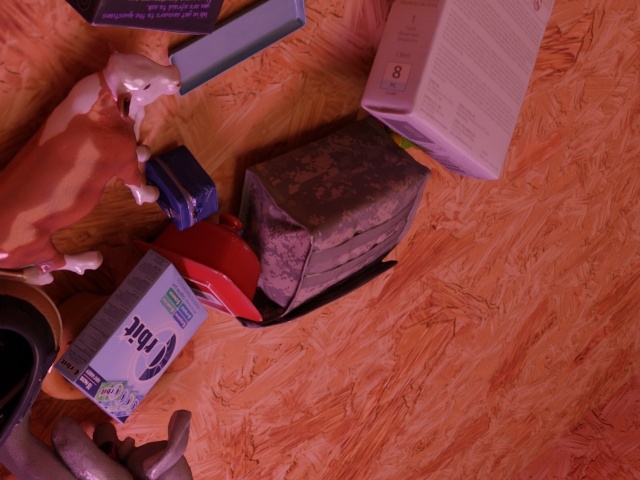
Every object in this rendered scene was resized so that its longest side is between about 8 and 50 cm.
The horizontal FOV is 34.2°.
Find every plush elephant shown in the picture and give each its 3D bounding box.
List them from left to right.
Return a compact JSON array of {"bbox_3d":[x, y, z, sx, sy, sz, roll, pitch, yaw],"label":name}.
[{"bbox_3d":[-0.297,0.348,1.473,0.255,0.330,0.272,-32,143,-54],"label":"plush elephant"}]

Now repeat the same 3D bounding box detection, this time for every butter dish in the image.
[{"bbox_3d":[-0.143,0.018,1.392,0.118,0.160,0.160,-62,152,-19],"label":"butter dish"}]

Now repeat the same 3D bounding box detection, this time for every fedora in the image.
[{"bbox_3d":[-0.296,0.120,1.363,0.194,0.079,0.194,-31,146,-24],"label":"fedora"}]

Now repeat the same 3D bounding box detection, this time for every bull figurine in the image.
[{"bbox_3d":[-0.267,-0.077,1.157,0.310,0.101,0.188,-44,150,-4],"label":"bull figurine"}]

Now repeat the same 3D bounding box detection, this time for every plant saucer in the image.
[{"bbox_3d":[-0.099,-0.243,1.243,0.192,0.018,0.067,-33,146,-18],"label":"plant saucer"}]

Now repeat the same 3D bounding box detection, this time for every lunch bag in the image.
[{"bbox_3d":[-0.174,-0.061,1.285,0.065,0.098,0.067,-28,150,-21],"label":"lunch bag"},{"bbox_3d":[0.000,0.000,1.496,0.235,0.169,0.287,-27,151,-33],"label":"lunch bag"}]

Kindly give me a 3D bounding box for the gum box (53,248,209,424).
[{"bbox_3d":[-0.232,0.124,1.310,0.184,0.041,0.157,-52,153,-16],"label":"gum box"}]

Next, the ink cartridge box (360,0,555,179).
[{"bbox_3d":[0.211,-0.308,1.444,0.308,0.091,0.385,24,81,-56],"label":"ink cartridge box"}]

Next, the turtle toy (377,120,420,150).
[{"bbox_3d":[0.131,-0.189,1.522,0.095,0.066,0.130,-4,129,-49],"label":"turtle toy"}]

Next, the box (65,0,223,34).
[{"bbox_3d":[-0.149,-0.344,0.932,0.143,0.165,0.270,-6,131,-46],"label":"box"}]

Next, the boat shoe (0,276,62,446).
[{"bbox_3d":[-0.485,0.248,1.164,0.500,0.156,0.187,-47,109,-5],"label":"boat shoe"}]
